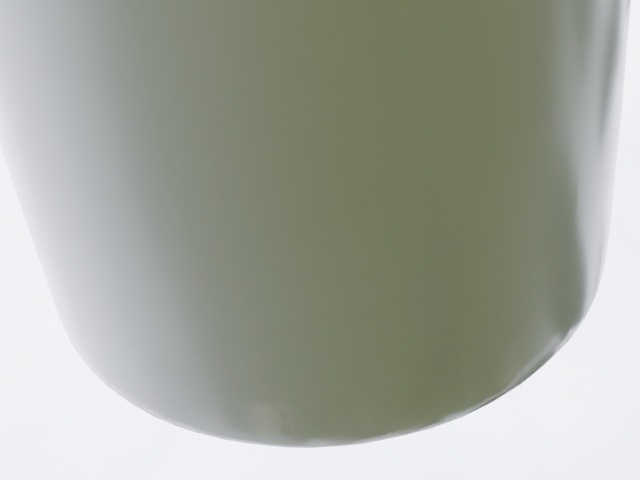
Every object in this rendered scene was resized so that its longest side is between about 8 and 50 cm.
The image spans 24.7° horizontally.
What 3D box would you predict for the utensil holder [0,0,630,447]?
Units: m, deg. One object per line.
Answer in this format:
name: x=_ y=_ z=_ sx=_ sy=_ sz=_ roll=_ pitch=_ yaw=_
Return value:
utensil holder: x=-0.011 y=-0.141 z=0.671 sx=0.327 sy=0.327 sz=0.385 roll=-18 pitch=-49 yaw=-11
